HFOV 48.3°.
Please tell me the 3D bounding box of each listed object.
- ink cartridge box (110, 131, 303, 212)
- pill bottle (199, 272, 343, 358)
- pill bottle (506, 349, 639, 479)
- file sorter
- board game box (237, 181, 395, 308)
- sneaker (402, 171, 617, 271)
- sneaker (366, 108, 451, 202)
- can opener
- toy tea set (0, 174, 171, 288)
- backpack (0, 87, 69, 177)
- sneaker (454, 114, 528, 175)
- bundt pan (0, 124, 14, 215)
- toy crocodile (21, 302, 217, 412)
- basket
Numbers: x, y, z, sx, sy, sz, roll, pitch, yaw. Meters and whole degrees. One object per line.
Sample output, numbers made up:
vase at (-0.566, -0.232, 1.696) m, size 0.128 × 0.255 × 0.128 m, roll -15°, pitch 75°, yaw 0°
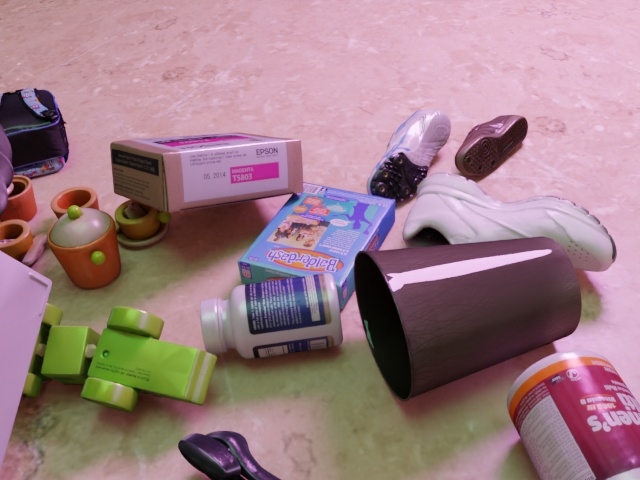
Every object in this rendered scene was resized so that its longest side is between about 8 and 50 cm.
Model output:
ink cartridge box at (-0.173, -0.111, 1.091) m, size 0.235 × 0.088 × 0.193 m, roll -11°, pitch 16°, yaw -36°
pill bottle at (-0.062, 0.097, 0.899) m, size 0.170 × 0.094 × 0.094 m, roll -8°, pitch 39°, yaw -3°
pill bottle at (0.274, 0.222, 0.682) m, size 0.121 × 0.121 × 0.221 m, roll -10°, pitch 39°, yaw -5°
file sorter at (-0.441, 0.137, 0.743) m, size 0.173 × 0.193 × 0.277 m, roll 2°, pitch 68°, yaw 15°
board game box at (0.000, 0.000, 1.048) m, size 0.160 × 0.047 × 0.210 m, roll 13°, pitch 42°, yaw 22°
sneaker at (0.252, 0.002, 0.992) m, size 0.297 × 0.111 × 0.129 m, roll 15°, pitch 56°, yaw 32°
sneaker at (0.138, -0.137, 1.187) m, size 0.086 × 0.085 × 0.237 m, roll -6°, pitch 34°, yaw 44°
can opener at (-0.065, 0.258, 0.737) m, size 0.186 × 0.059 × 0.073 m, roll 29°, pitch 23°, yaw 23°
toy tea set at (-0.410, -0.043, 1.092) m, size 0.336 × 0.124 × 0.200 m, roll 9°, pitch 41°, yaw 17°
backpack at (-0.549, -0.204, 1.314) m, size 0.158 × 0.116 × 0.173 m, roll -18°, pitch 41°, yaw -14°
sneaker at (0.276, -0.161, 1.215) m, size 0.188 × 0.066 × 0.071 m, roll -30°, pitch 28°, yaw -34°
bundt pan at (-0.528, -0.044, 0.997) m, size 0.124 × 0.330 × 0.331 m, roll 17°, pitch 25°, yaw -36°
toy crocodile at (-0.290, 0.142, 0.874) m, size 0.341 × 0.105 × 0.115 m, roll 5°, pitch 69°, yaw 12°
basket at (0.177, 0.076, 0.859) m, size 0.227 × 0.154 × 0.204 m, roll -11°, pitch 37°, yaw -12°
